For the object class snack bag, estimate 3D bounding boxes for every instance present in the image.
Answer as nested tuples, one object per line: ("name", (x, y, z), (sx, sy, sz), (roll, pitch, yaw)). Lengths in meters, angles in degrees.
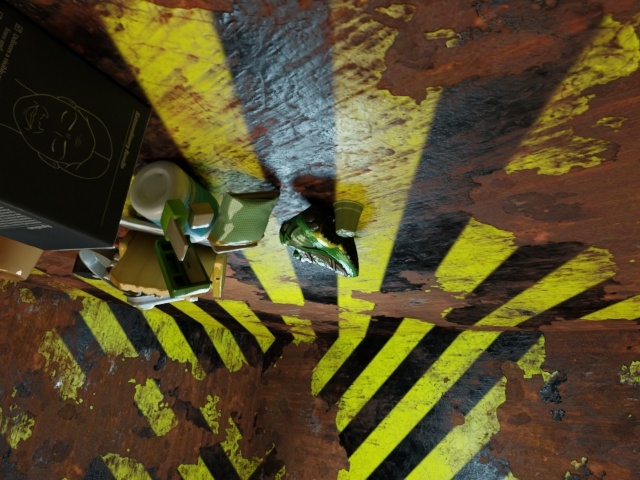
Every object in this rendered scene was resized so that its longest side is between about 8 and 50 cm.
("snack bag", (-0.457, -0.026, 1.573), (0.324, 0.037, 0.342), (13, 175, -13))

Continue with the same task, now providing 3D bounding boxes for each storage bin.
("storage bin", (-0.989, 0.124, 2.259), (0.180, 0.084, 0.122), (3, 161, 14))

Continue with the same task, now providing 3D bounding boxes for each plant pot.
("plant pot", (0.069, -0.054, 1.330), (0.084, 0.079, 0.083), (7, 162, 2))
("plant pot", (-1.140, 0.023, 1.829), (0.291, 0.203, 0.291), (6, 161, 2))

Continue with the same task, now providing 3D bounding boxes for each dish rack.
("dish rack", (-0.704, 0.249, 2.298), (0.333, 0.072, 0.286), (-8, -176, -30))

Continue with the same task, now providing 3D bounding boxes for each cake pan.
("cake pan", (-0.843, 0.116, 2.069), (0.294, 0.054, 0.293), (21, 147, 15))

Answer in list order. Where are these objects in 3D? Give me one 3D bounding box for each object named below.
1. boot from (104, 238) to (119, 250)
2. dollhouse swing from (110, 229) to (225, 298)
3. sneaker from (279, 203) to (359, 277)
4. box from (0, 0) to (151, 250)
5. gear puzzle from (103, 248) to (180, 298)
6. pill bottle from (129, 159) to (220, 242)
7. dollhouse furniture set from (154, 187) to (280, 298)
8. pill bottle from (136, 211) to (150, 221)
("boot", (-0.798, -0.017, 1.771), (0.177, 0.088, 0.244), (12, 169, -14))
("dollhouse swing", (-0.520, 0.148, 1.744), (0.347, 0.304, 0.315), (9, 135, -6))
("sneaker", (0.006, 0.015, 1.451), (0.147, 0.134, 0.343), (-21, 143, 23))
("box", (-0.527, -0.182, 0.843), (0.212, 0.293, 0.395), (-3, 158, 30))
("gear puzzle", (-0.655, 0.128, 1.989), (0.339, 0.175, 0.044), (29, 178, -31))
("pill bottle", (-0.351, -0.084, 1.296), (0.147, 0.146, 0.264), (1, 160, 19))
("dollhouse furniture set", (-0.224, 0.000, 1.235), (0.302, 0.151, 0.197), (-10, 147, -36))
("pill bottle", (-0.464, -0.083, 1.466), (0.120, 0.066, 0.067), (12, 161, -13))
